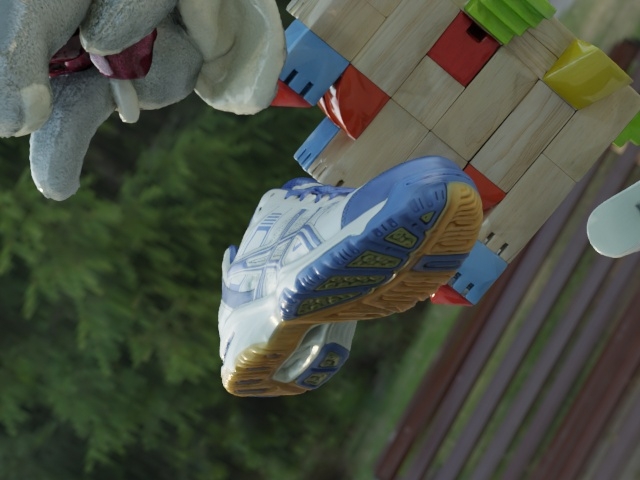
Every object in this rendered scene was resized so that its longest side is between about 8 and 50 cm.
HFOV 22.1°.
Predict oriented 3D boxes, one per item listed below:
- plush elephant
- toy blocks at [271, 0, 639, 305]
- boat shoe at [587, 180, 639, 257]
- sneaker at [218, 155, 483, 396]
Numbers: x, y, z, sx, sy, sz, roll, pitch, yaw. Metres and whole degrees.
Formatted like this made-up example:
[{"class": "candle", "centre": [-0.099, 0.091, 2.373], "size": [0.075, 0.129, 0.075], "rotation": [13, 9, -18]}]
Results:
[{"class": "plush elephant", "centre": [-0.181, -0.157, 1.177], "size": [0.330, 0.271, 0.255], "rotation": [-58, -37, -27]}, {"class": "toy blocks", "centre": [0.091, -0.119, 1.454], "size": [0.261, 0.381, 0.191], "rotation": [-50, 23, 5]}, {"class": "boat shoe", "centre": [0.382, -0.052, 1.697], "size": [0.227, 0.079, 0.081], "rotation": [-31, -12, 34]}, {"class": "sneaker", "centre": [0.000, 0.000, 1.142], "size": [0.296, 0.111, 0.131], "rotation": [-41, 51, 48]}]
